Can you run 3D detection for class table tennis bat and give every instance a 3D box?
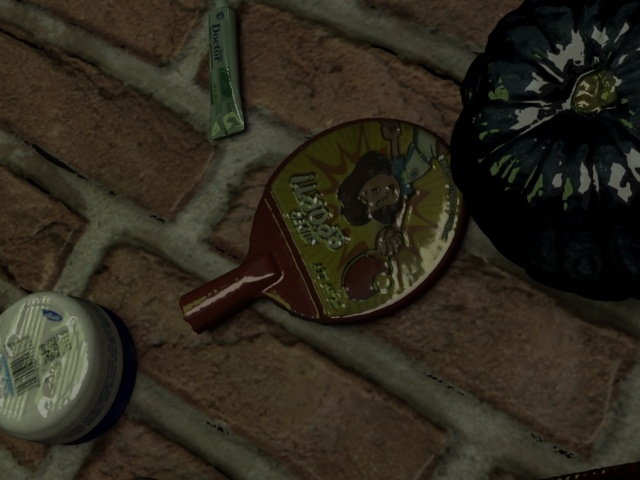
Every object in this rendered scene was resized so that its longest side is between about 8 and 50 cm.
[{"bbox_3d":[0.000,0.000,1.294,0.414,0.051,0.268,-30,65,10],"label":"table tennis bat"}]

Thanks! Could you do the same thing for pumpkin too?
[{"bbox_3d":[0.315,-0.112,1.065,0.363,0.266,0.364,-6,76,25],"label":"pumpkin"}]

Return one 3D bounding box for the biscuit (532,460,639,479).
[{"bbox_3d":[0.342,0.273,0.998,0.388,0.073,0.107,-20,67,32],"label":"biscuit"}]

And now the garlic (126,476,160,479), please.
[{"bbox_3d":[-0.225,0.418,1.214,0.244,0.160,0.245,-1,69,2],"label":"garlic"}]

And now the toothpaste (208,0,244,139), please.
[{"bbox_3d":[-0.138,-0.253,1.434,0.064,0.041,0.218,-13,72,32],"label":"toothpaste"}]

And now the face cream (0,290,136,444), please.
[{"bbox_3d":[-0.366,0.175,1.367,0.205,0.111,0.206,-7,70,21],"label":"face cream"}]
